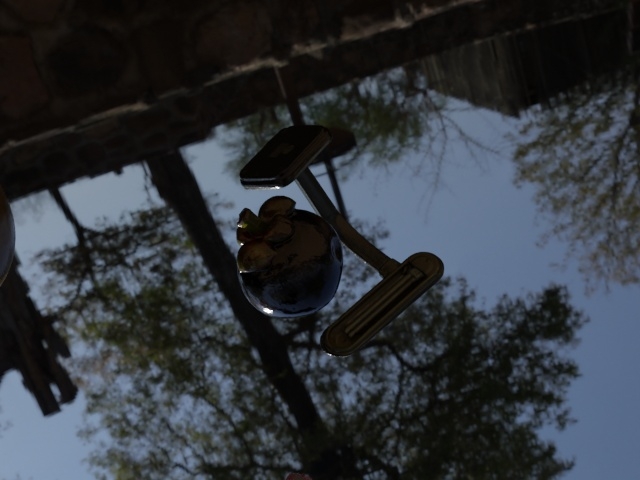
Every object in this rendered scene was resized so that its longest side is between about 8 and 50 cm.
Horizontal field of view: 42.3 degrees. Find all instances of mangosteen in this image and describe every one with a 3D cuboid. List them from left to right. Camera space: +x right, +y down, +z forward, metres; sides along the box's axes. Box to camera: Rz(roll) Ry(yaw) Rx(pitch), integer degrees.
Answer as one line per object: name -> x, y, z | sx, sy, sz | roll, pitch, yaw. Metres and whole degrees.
mangosteen -> -0.046, 0.015, 0.965 | 0.137, 0.151, 0.137 | -26, -144, 20

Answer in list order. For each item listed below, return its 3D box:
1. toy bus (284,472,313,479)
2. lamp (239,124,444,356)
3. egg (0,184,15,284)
toy bus -> 0.043, 0.406, 1.057 | 0.090, 0.274, 0.112 | -55, -173, 18
lamp -> -0.002, 0.002, 1.101 | 0.203, 0.283, 0.124 | -46, -167, -24
egg -> -0.647, -0.038, 1.301 | 0.282, 0.351, 0.282 | -35, -176, 3
